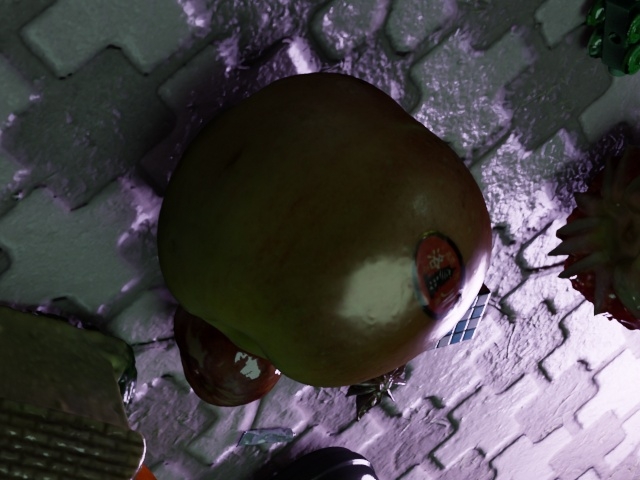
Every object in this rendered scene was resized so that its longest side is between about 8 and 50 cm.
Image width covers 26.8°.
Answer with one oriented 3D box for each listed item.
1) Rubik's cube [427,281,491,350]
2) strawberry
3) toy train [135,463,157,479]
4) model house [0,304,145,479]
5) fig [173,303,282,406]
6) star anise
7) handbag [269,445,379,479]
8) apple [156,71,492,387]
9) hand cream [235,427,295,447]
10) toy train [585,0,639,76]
[{"bbox_3d":[0.163,0.083,1.846,0.092,0.092,0.092,-12,135,-31],"label":"Rubik's cube"},{"bbox_3d":[0.520,0.009,1.920,0.343,0.292,0.292,10,121,-41],"label":"strawberry"},{"bbox_3d":[-0.328,0.374,1.727,0.285,0.116,0.177,-42,155,2],"label":"toy train"},{"bbox_3d":[-0.322,0.267,1.463,0.261,0.266,0.321,19,114,-32],"label":"model house"},{"bbox_3d":[-0.097,0.088,1.634,0.143,0.230,0.160,4,141,15],"label":"fig"},{"bbox_3d":[0.073,0.203,1.918,0.124,0.056,0.129,5,110,-39],"label":"star anise"},{"bbox_3d":[-0.033,0.441,2.025,0.308,0.093,0.254,-49,148,11],"label":"handbag"},{"bbox_3d":[0.000,0.000,1.428,0.305,0.338,0.338,-44,144,-14],"label":"apple"},{"bbox_3d":[-0.077,0.279,1.911,0.093,0.019,0.030,3,128,-33],"label":"hand cream"},{"bbox_3d":[0.394,-0.316,1.654,0.119,0.085,0.251,-40,149,-25],"label":"toy train"}]
